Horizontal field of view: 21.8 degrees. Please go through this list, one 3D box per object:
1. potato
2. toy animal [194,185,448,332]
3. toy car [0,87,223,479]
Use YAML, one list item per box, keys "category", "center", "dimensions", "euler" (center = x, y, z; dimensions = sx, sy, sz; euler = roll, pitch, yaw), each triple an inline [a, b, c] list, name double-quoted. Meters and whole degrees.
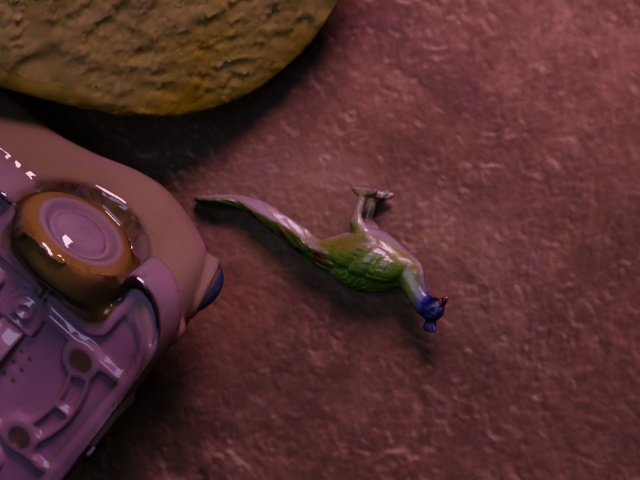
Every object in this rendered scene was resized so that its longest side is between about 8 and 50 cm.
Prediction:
- category: "potato"
  center: [-0.157, -0.246, 1.196]
  dimensions: [0.330, 0.212, 0.280]
  euler: [-26, 53, -5]
- category: "toy animal"
  center: [0.008, -0.015, 1.194]
  dimensions: [0.217, 0.041, 0.075]
  euler: [29, 98, 22]
- category: "toy car"
  center: [-0.249, -0.005, 1.210]
  dimensions: [0.336, 0.226, 0.242]
  euler: [39, 118, 1]
